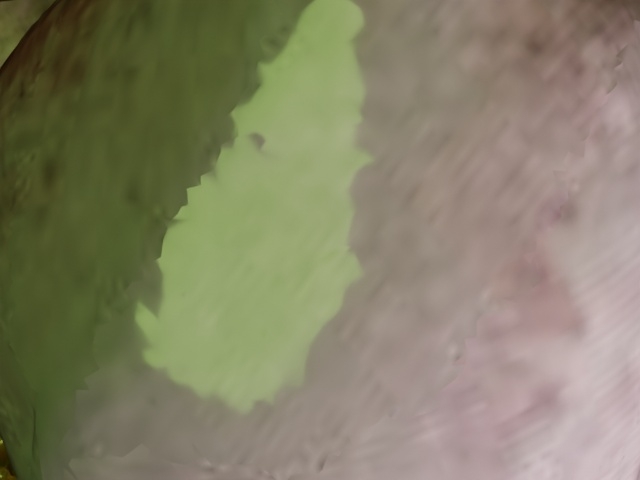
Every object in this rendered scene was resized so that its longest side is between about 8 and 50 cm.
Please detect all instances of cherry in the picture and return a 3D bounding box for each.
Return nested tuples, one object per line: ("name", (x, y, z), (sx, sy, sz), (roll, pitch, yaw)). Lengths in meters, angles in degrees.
("cherry", (0.009, 0.009, 0.687), (0.335, 0.291, 0.326), (-37, 76, 33))

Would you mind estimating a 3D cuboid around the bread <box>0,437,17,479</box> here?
("bread", (-0.120, 0.198, 0.892), (0.236, 0.120, 0.198), (13, 100, 23))
